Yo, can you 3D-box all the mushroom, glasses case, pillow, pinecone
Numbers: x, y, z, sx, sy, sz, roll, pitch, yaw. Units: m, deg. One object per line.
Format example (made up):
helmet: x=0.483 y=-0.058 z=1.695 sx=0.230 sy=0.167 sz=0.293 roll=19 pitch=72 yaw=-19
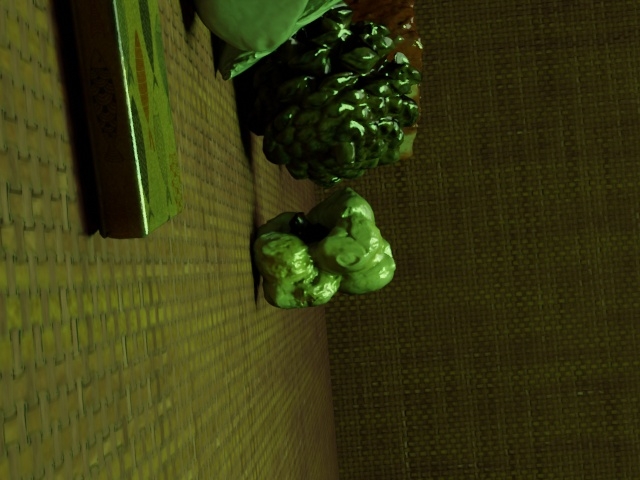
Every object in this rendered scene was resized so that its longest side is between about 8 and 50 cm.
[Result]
mushroom: x=-0.054 y=-0.288 z=1.139 sx=0.329 sy=0.159 sz=0.122 roll=-99 pitch=164 yaw=-66
glasses case: x=-0.112 y=-0.090 z=0.623 sx=0.064 sy=0.041 sz=0.170 roll=-50 pitch=137 yaw=-70
pillow: x=-0.022 y=-0.266 z=1.247 sx=0.051 sy=0.229 sz=0.128 roll=44 pitch=23 yaw=-28
pinecone: x=0.000 y=-0.202 z=1.489 sx=0.257 sy=0.243 sz=0.243 roll=55 pitch=-5 yaw=13

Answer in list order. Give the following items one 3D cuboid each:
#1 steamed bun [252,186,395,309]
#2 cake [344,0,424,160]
steamed bun: x=0.000 y=0.000 z=1.501 sx=0.192 sy=0.177 sz=0.106 roll=-101 pitch=-179 yaw=-67
cake: x=0.044 y=-0.305 z=2.037 sx=0.320 sy=0.269 sz=0.270 roll=80 pitch=5 yaw=-48
